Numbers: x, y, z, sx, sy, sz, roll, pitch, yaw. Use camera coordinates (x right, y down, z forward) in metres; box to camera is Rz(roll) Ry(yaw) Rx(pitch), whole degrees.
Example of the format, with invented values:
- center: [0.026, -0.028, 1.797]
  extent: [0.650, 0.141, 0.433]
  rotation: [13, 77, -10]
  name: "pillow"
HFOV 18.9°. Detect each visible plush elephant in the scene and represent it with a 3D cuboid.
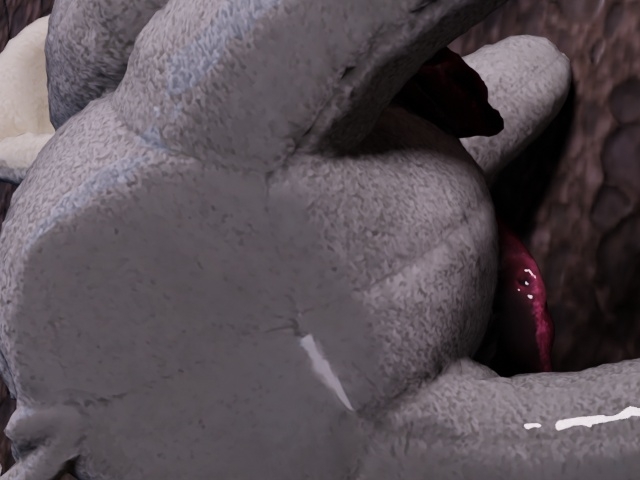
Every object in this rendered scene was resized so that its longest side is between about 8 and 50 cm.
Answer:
- center: [0.000, 0.000, 0.670]
  extent: [0.330, 0.272, 0.255]
  rotation: [-28, 12, 16]
  name: "plush elephant"
